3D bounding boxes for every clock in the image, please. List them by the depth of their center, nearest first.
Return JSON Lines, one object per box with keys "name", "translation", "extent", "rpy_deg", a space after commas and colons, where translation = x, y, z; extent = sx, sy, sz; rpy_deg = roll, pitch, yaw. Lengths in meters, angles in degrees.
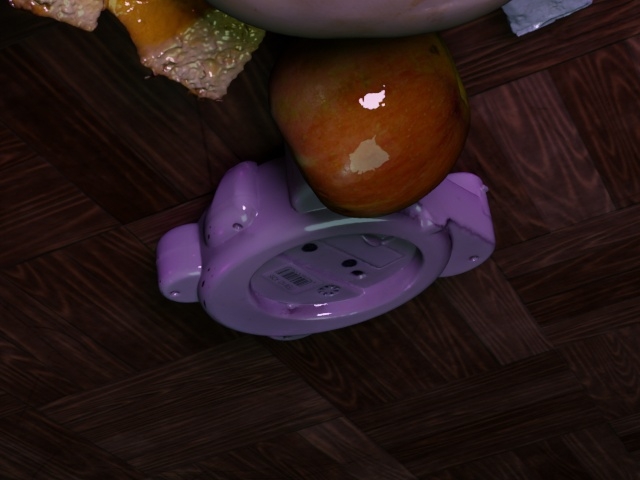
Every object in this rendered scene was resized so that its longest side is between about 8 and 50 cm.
{"name": "clock", "translation": [0.000, 0.000, 1.595], "extent": [0.322, 0.113, 0.295], "rpy_deg": [-29, 145, 31]}

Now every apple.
{"name": "apple", "translation": [0.047, -0.122, 1.326], "extent": [0.195, 0.196, 0.196], "rpy_deg": [-7, 150, -4]}

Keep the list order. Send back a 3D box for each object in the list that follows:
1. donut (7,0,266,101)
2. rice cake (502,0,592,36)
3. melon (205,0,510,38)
{"name": "donut", "translation": [-0.163, -0.223, 1.146], "extent": [0.101, 0.152, 0.259], "rpy_deg": [-43, 146, 21]}
{"name": "rice cake", "translation": [0.173, -0.261, 1.274], "extent": [0.085, 0.040, 0.226], "rpy_deg": [-20, 149, 18]}
{"name": "melon", "translation": [0.028, -0.260, 1.057], "extent": [0.316, 0.223, 0.223], "rpy_deg": [-2, 149, -5]}
